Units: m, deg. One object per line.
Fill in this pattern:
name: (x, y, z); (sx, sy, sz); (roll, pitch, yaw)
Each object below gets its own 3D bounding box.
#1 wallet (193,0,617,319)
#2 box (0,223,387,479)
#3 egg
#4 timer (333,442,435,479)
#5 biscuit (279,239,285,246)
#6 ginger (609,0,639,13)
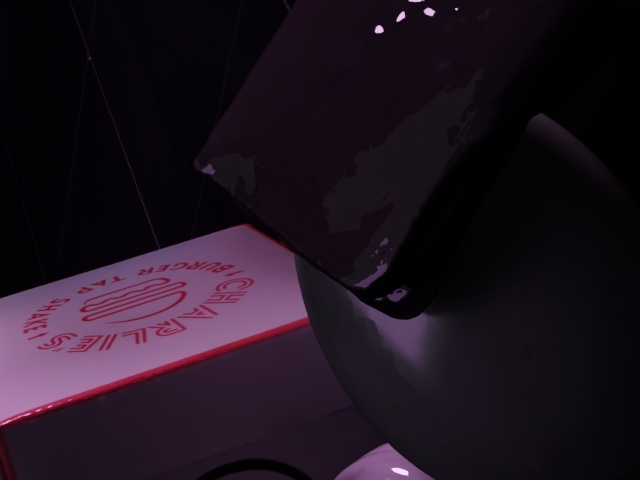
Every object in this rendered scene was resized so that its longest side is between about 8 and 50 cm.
wallet: (0.080, -0.151, 0.853); (0.197, 0.051, 0.377); (38, 100, 44)
box: (-0.119, 0.190, 1.338); (0.312, 0.314, 0.300); (-151, 46, -65)
egg: (0.098, 0.031, 0.946); (0.282, 0.203, 0.203); (56, 150, 13)
timer: (0.086, 0.272, 1.072); (0.237, 0.087, 0.262); (33, 130, 28)
biscuit: (-0.004, 0.000, 1.421); (0.170, 0.050, 0.170); (176, 90, -69)
ginger: (0.117, -0.140, 1.009); (0.133, 0.107, 0.309); (69, 155, 18)
